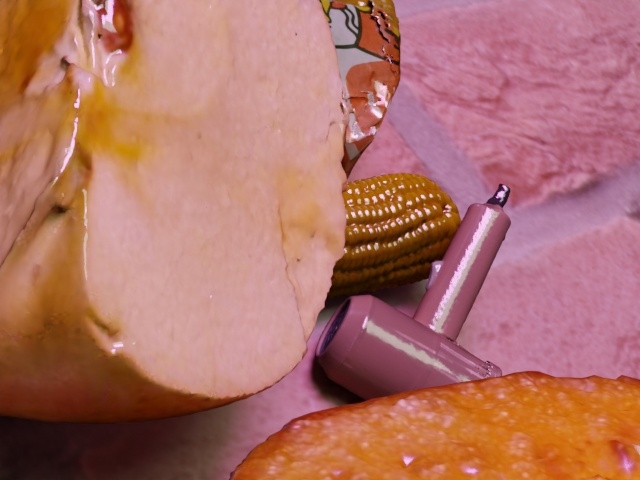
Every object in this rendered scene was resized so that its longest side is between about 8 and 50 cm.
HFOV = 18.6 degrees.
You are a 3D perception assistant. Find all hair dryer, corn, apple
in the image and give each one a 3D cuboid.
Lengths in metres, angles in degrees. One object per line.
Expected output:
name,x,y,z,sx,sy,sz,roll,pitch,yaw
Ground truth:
hair dryer,0.082,0.036,1.308,0.117,0.064,0.182,31,68,-9
corn,0.000,0.000,1.319,0.231,0.080,0.080,-8,56,-40
apple,-0.137,-0.037,1.124,0.314,0.252,0.309,6,68,-3

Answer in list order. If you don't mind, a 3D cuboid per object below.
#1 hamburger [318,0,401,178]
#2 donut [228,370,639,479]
hamburger,-0.041,-0.161,1.408,0.214,0.125,0.235,33,52,-20
donut,0.118,0.225,1.046,0.377,0.163,0.435,11,22,3
